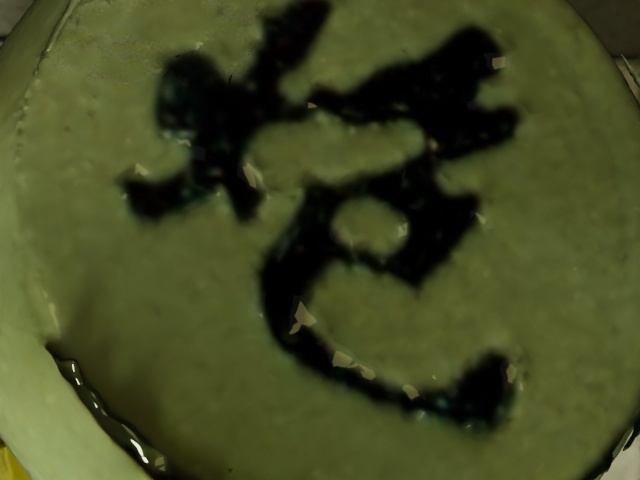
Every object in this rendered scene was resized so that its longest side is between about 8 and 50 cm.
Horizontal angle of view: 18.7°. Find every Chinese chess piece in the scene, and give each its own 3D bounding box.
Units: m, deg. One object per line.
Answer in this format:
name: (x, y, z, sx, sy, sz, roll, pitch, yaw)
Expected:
Chinese chess piece: (0.000, 0.000, 0.918, 0.349, 0.146, 0.349, 6, 72, -19)

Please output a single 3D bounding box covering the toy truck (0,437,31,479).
toy truck: (-0.133, 0.192, 0.949, 0.114, 0.098, 0.227, -13, 84, -13)
